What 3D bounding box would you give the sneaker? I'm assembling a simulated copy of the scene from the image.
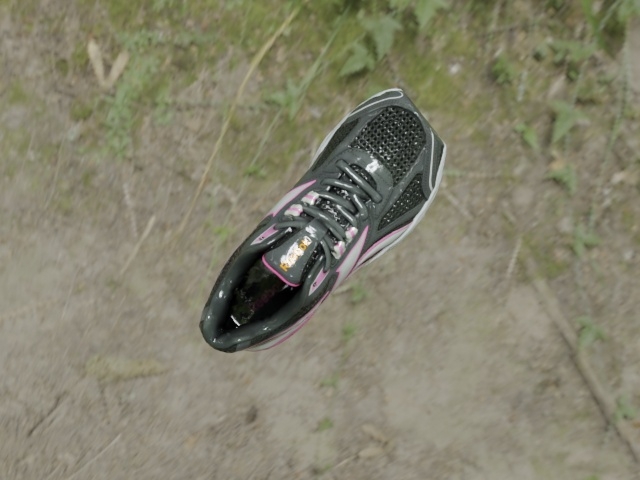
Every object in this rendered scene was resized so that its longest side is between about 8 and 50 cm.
[{"bbox_3d":[0.000,0.000,0.760,0.072,0.077,0.178,37,105,4],"label":"sneaker"}]
